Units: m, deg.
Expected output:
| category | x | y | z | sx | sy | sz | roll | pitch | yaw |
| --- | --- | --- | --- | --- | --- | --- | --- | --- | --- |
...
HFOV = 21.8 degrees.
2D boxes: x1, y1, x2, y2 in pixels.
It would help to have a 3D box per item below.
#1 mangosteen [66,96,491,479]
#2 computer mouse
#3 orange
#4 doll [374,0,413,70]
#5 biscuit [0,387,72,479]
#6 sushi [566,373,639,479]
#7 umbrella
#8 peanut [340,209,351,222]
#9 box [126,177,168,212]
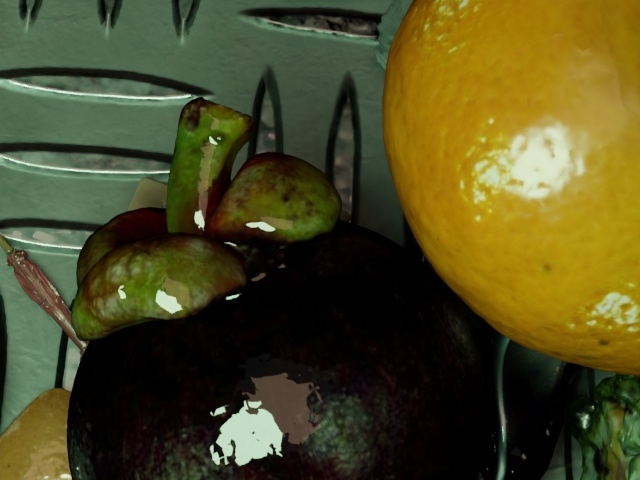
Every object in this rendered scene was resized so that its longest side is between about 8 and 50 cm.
| category | x | y | z | sx | sy | sz | roll | pitch | yaw |
| --- | --- | --- | --- | --- | --- | --- | --- | --- | --- |
| mangosteen | -0.044 | 0.108 | 1.415 | 0.382 | 0.435 | 0.382 | -9 | 29 | 5 |
| computer mouse | 0.184 | 0.129 | 1.573 | 0.096 | 0.137 | 0.233 | 21 | 73 | -3 |
| orange | 0.262 | -0.095 | 1.423 | 0.424 | 0.326 | 0.424 | 19 | 54 | -29 |
| doll | 0.108 | -0.183 | 1.711 | 0.094 | 0.079 | 0.180 | -20 | 87 | 14 |
| biscuit | -0.242 | 0.254 | 1.551 | 0.192 | 0.036 | 0.186 | 40 | 75 | 10 |
| sushi | 0.349 | 0.271 | 1.459 | 0.178 | 0.294 | 0.352 | -2 | 70 | -10 |
| umbrella | -0.266 | 0.056 | 1.622 | 0.027 | 0.025 | 0.165 | -33 | 79 | -34 |
| peanut | 0.000 | 0.000 | 1.657 | 0.083 | 0.037 | 0.037 | -41 | 79 | -20 |
| box | -0.134 | -0.023 | 1.659 | 0.115 | 0.025 | 0.048 | 22 | 73 | 2 |
